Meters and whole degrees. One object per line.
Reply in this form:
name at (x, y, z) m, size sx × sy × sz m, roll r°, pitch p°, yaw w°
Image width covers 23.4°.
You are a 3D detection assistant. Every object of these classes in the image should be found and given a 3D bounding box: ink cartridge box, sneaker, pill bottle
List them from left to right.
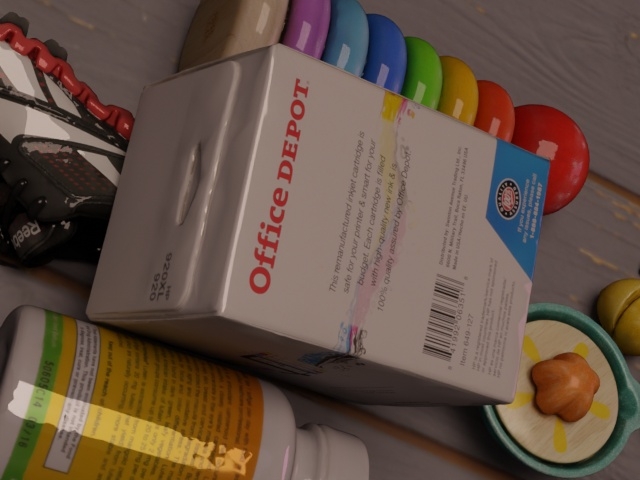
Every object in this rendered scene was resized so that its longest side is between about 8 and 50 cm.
sneaker at (-0.200, -0.061, 1.048) m, size 0.276 × 0.097 × 0.135 m, roll 33°, pitch 58°, yaw -12°
pill bottle at (-0.100, 0.140, 0.996) m, size 0.246 × 0.136 × 0.136 m, roll 19°, pitch 64°, yaw -17°
ink cartridge box at (0.000, 0.000, 1.006) m, size 0.233 × 0.168 × 0.171 m, roll 21°, pitch 74°, yaw -33°

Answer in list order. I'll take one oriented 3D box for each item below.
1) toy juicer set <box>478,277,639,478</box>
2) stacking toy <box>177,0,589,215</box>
toy juicer set at (0.191, 0.086, 1.179) m, size 0.329 × 0.089 × 0.209 m, roll 39°, pitch 60°, yaw -6°
stacking toy at (0.065, -0.103, 1.174) m, size 0.330 × 0.141 × 0.141 m, roll 19°, pitch 64°, yaw -21°
